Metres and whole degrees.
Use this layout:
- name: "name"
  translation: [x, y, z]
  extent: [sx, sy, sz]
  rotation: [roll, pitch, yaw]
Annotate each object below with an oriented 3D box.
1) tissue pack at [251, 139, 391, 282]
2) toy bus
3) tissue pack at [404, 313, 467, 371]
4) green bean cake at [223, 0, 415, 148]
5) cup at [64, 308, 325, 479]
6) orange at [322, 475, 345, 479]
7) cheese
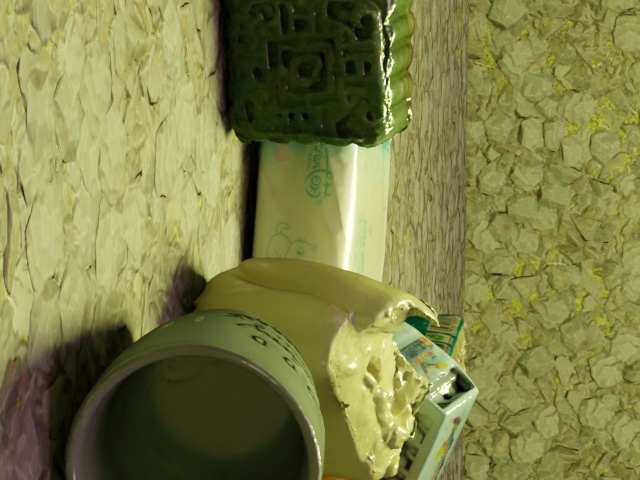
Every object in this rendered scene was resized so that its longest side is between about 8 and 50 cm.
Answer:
- name: "tissue pack"
  translation: [-0.001, 0.000, 1.969]
  extent: [0.201, 0.124, 0.271]
  rotation: [3, 92, -74]
- name: "toy bus"
  translation: [0.053, 0.253, 1.985]
  extent: [0.109, 0.136, 0.329]
  rotation: [-31, 149, -51]
- name: "tissue pack"
  translation: [0.070, 0.181, 2.193]
  extent: [0.271, 0.192, 0.134]
  rotation: [-49, 138, -72]
- name: "green bean cake"
  translation: [-0.002, -0.181, 1.802]
  extent: [0.094, 0.181, 0.173]
  rotation: [-55, 147, -69]
- name: "cup"
  translation: [-0.062, 0.173, 1.428]
  extent: [0.258, 0.186, 0.234]
  rotation: [50, 10, -5]
- name: "orange"
  translation: [0.000, 0.333, 1.869]
  extent: [0.206, 0.206, 0.206]
  rotation: [2, 90, -79]
- name: "cheese"
  translation: [-0.004, 0.122, 1.736]
  extent: [0.266, 0.233, 0.127]
  rotation: [72, 33, -54]
